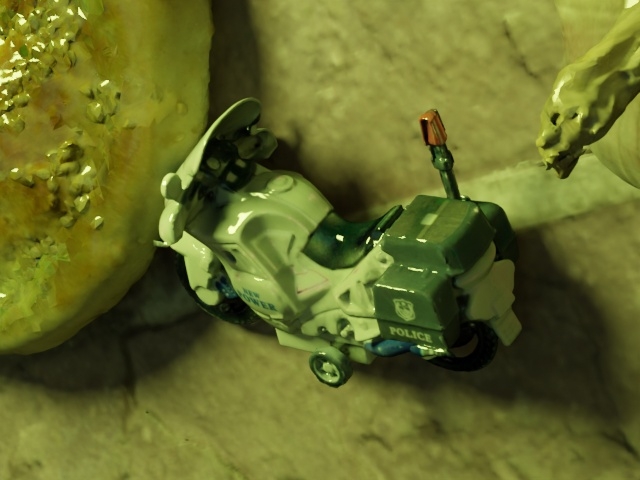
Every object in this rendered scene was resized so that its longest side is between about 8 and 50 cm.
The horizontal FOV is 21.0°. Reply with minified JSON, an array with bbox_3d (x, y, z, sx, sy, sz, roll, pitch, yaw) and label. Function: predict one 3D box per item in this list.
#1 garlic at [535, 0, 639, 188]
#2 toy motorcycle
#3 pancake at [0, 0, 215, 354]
[{"bbox_3d":[0.168,-0.081,0.686,0.245,0.253,0.245,27,126,45],"label":"garlic"},{"bbox_3d":[0.000,0.000,0.920,0.221,0.102,0.150,10,129,32],"label":"toy motorcycle"},{"bbox_3d":[-0.229,-0.108,1.036,0.387,0.082,0.386,8,106,30],"label":"pancake"}]
